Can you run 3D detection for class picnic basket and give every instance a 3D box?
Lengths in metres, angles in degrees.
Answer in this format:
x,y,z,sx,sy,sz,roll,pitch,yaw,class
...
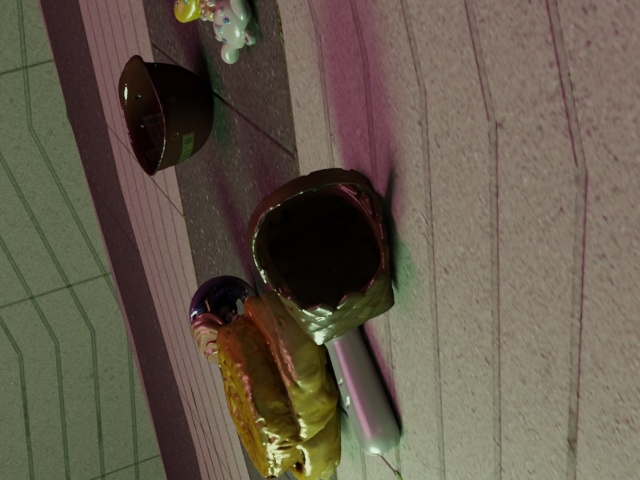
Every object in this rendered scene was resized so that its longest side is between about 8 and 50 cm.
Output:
x,y,z,sx,sy,sz,roll,pitch,yaw,class
0.000,0.000,1.072,0.178,0.128,0.137,80,164,-58,picnic basket

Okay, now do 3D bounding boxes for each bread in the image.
x,y,z,sx,sy,sz,roll,pitch,yaw,class
-0.050,0.180,1.455,0.198,0.120,0.236,-126,25,-53,bread

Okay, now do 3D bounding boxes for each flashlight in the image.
x,y,z,sx,sy,sz,roll,pitch,yaw,class
0.032,0.136,1.268,0.093,0.048,0.200,129,123,-71,flashlight

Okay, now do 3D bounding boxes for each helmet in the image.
x,y,z,sx,sy,sz,roll,pitch,yaw,class
-0.198,-0.180,1.591,0.155,0.106,0.175,58,154,33,helmet

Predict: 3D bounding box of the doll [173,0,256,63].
x,y,z,sx,sy,sz,roll,pitch,yaw,class
-0.107,-0.253,1.311,0.113,0.071,0.135,32,148,39,doll

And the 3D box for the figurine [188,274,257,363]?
x,y,z,sx,sy,sz,roll,pitch,yaw,class
-0.117,0.132,1.650,0.126,0.114,0.157,38,-172,-46,figurine
